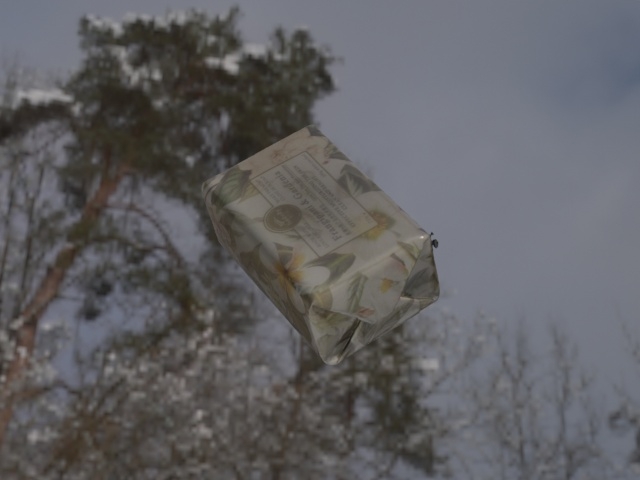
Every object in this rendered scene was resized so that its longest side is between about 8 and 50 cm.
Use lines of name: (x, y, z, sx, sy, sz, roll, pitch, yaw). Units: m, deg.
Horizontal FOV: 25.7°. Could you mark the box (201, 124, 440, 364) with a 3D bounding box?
box: (0.000, 0.000, 0.584, 0.062, 0.098, 0.045, -31, -42, -17)
